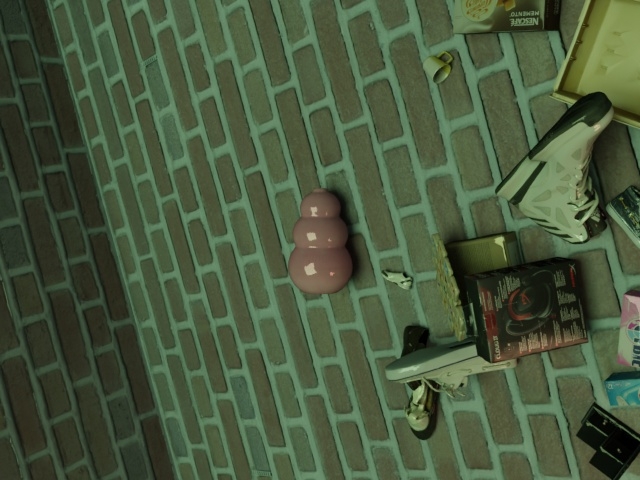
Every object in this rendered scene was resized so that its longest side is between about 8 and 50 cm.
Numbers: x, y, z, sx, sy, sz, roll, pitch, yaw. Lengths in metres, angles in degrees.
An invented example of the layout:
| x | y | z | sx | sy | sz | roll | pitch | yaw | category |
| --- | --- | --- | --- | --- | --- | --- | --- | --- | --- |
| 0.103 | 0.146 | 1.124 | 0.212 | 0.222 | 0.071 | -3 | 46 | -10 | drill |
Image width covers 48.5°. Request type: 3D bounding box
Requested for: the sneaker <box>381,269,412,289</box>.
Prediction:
| x | y | z | sx | sy | sz | roll | pitch | yaw | category |
| --- | --- | --- | --- | --- | --- | --- | --- | --- | --- |
| 0.237 | 0.113 | 2.187 | 0.109 | 0.040 | 0.043 | 27 | 100 | 29 | sneaker |

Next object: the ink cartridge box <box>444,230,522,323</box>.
| x | y | z | sx | sy | sz | roll | pitch | yaw | category |
| --- | --- | --- | --- | --- | --- | --- | --- | --- | --- |
| 0.458 | 0.105 | 1.958 | 0.193 | 0.088 | 0.234 | -11 | 92 | 40 | ink cartridge box |

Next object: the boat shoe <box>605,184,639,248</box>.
| x | y | z | sx | sy | sz | roll | pitch | yaw | category |
| --- | --- | --- | --- | --- | --- | --- | --- | --- | --- |
| 0.764 | -0.042 | 1.677 | 0.183 | 0.065 | 0.083 | 53 | 130 | 19 | boat shoe |

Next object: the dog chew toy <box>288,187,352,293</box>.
| x | y | z | sx | sy | sz | roll | pitch | yaw | category |
| --- | --- | --- | --- | --- | --- | --- | --- | --- | --- |
| 0.000 | 0.000 | 2.258 | 0.207 | 0.207 | 0.331 | 3 | 95 | 40 | dog chew toy |

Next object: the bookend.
| x | y | z | sx | sy | sz | roll | pitch | yaw | category |
| --- | --- | --- | --- | --- | --- | --- | --- | --- | --- |
| 0.714 | 0.508 | 1.791 | 0.157 | 0.156 | 0.072 | 37 | 122 | 29 | bookend |

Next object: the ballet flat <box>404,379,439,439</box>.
| x | y | z | sx | sy | sz | roll | pitch | yaw | category |
| --- | --- | --- | --- | --- | --- | --- | --- | --- | --- |
| 0.303 | 0.498 | 2.178 | 0.095 | 0.096 | 0.280 | 18 | 112 | 36 | ballet flat |

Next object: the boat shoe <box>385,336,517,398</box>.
| x | y | z | sx | sy | sz | roll | pitch | yaw | category |
| --- | --- | --- | --- | --- | --- | --- | --- | --- | --- |
| 0.372 | 0.370 | 1.986 | 0.367 | 0.136 | 0.156 | -16 | 95 | 0 | boat shoe |

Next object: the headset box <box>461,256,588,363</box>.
| x | y | z | sx | sy | sz | roll | pitch | yaw | category |
| --- | --- | --- | --- | --- | --- | --- | --- | --- | --- |
| 0.505 | 0.176 | 1.805 | 0.110 | 0.293 | 0.218 | -158 | 56 | -82 | headset box |

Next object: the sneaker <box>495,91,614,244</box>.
| x | y | z | sx | sy | sz | roll | pitch | yaw | category |
| --- | --- | --- | --- | --- | --- | --- | --- | --- | --- |
| 0.611 | -0.151 | 1.663 | 0.257 | 0.169 | 0.447 | 42 | 158 | 7 | sneaker |

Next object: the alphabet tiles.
| x | y | z | sx | sy | sz | roll | pitch | yaw | category |
| --- | --- | --- | --- | --- | --- | --- | --- | --- | --- |
| 0.352 | 0.127 | 1.956 | 0.278 | 0.021 | 0.284 | 75 | -178 | -59 | alphabet tiles |

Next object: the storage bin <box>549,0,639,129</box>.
| x | y | z | sx | sy | sz | roll | pitch | yaw | category |
| --- | --- | --- | --- | --- | --- | --- | --- | --- | --- |
| 0.687 | -0.420 | 1.616 | 0.260 | 0.123 | 0.262 | 30 | 119 | 31 | storage bin |

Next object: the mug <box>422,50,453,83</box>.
| x | y | z | sx | sy | sz | roll | pitch | yaw | category |
| --- | --- | --- | --- | --- | --- | --- | --- | --- | --- |
| 0.322 | -0.480 | 1.965 | 0.064 | 0.078 | 0.062 | 52 | 161 | 30 | mug |

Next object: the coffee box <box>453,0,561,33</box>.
| x | y | z | sx | sy | sz | roll | pitch | yaw | category |
| --- | --- | --- | --- | --- | --- | --- | --- | --- | --- |
| 0.465 | -0.590 | 1.779 | 0.247 | 0.098 | 0.141 | 12 | 108 | 38 | coffee box |

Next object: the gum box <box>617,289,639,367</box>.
| x | y | z | sx | sy | sz | roll | pitch | yaw | category |
| --- | --- | --- | --- | --- | --- | --- | --- | --- | --- |
| 0.787 | 0.223 | 1.719 | 0.107 | 0.062 | 0.188 | 9 | 104 | 38 | gum box |

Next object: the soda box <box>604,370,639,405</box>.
| x | y | z | sx | sy | sz | roll | pitch | yaw | category |
| --- | --- | --- | --- | --- | --- | --- | --- | --- | --- |
| 0.810 | 0.356 | 1.729 | 0.210 | 0.071 | 0.067 | -16 | 90 | 41 | soda box |

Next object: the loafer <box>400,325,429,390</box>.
| x | y | z | sx | sy | sz | roll | pitch | yaw | category |
| --- | --- | --- | --- | --- | --- | --- | --- | --- | --- |
| 0.286 | 0.338 | 2.104 | 0.078 | 0.080 | 0.220 | -17 | 45 | 25 | loafer |
